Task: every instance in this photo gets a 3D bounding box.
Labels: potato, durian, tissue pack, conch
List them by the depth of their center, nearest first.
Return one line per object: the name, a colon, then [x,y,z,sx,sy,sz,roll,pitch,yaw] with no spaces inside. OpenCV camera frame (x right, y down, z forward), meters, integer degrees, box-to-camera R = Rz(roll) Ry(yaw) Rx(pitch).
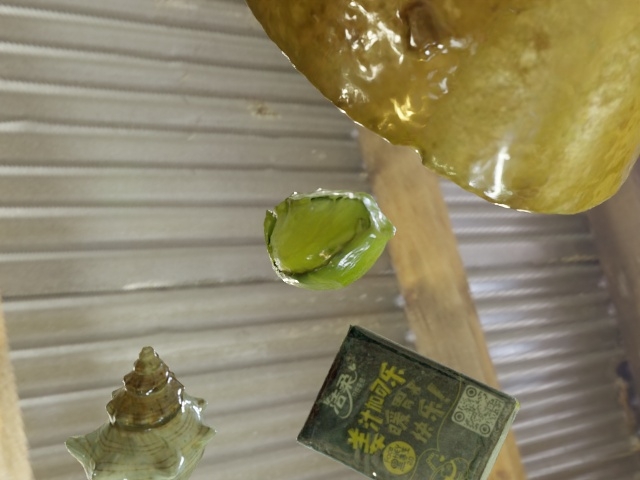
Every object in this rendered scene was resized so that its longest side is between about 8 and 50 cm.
potato: [0.077,-0.136,0.418,0.178,0.158,0.203,-8,-128,-35]
conch: [-0.185,0.214,1.066,0.137,0.114,0.233,19,-80,-12]
durian: [0.000,0.000,1.454,0.101,0.250,0.139,21,-111,-33]
tissue pack: [0.120,0.249,1.466,0.185,0.257,0.081,-63,-19,-8]
